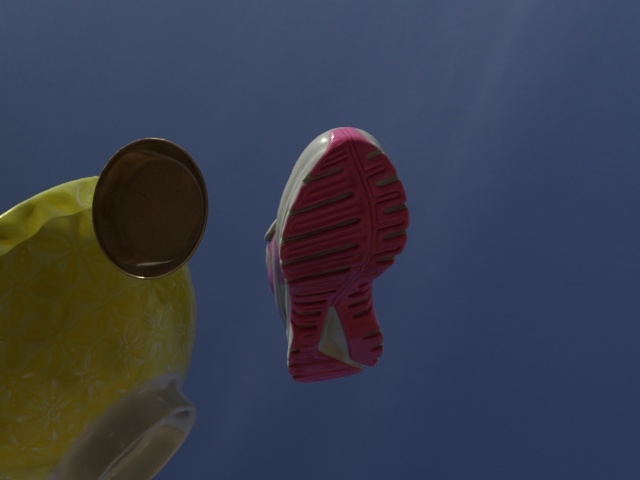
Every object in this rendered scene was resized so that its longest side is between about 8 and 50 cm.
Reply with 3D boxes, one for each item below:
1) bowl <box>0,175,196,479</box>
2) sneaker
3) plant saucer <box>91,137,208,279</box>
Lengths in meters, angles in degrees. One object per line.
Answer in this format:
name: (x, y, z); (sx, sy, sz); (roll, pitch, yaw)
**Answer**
bowl: (-0.184, 0.112, 0.910); (0.156, 0.289, 0.289); (43, -102, 15)
sneaker: (0.000, 0.000, 0.995); (0.103, 0.252, 0.111); (-7, -132, -16)
plant saucer: (-0.098, -0.018, 0.735); (0.083, 0.015, 0.083); (-1, -93, 27)
